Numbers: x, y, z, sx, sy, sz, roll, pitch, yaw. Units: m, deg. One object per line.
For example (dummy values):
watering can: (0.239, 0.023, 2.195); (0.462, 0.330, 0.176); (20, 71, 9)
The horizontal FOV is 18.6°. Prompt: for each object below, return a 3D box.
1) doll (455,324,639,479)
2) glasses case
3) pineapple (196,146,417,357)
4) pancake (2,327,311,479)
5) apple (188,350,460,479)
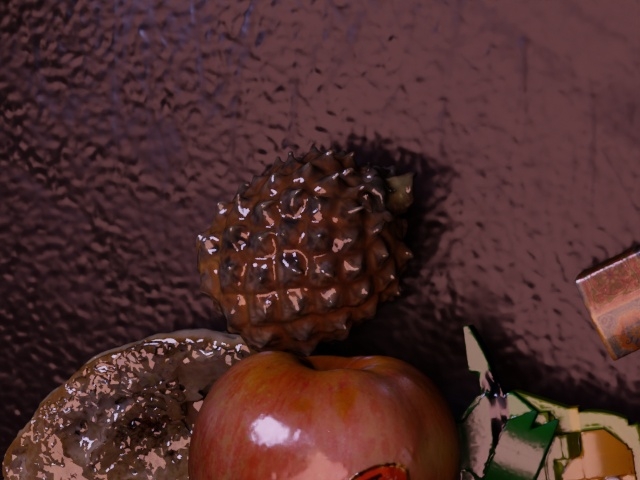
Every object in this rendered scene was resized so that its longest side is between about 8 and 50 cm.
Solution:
doll: (0.180, 0.164, 1.576); (0.186, 0.106, 0.134); (22, 91, 11)
glasses case: (0.316, 0.016, 1.550); (0.218, 0.049, 0.075); (-27, 90, 16)
pineapple: (0.000, 0.000, 1.576); (0.193, 0.166, 0.166); (-33, 88, 16)
pancake: (-0.090, 0.255, 1.670); (0.386, 0.082, 0.387); (1, 97, 9)
apple: (0.004, 0.166, 1.501); (0.209, 0.209, 0.164); (7, 89, 14)
